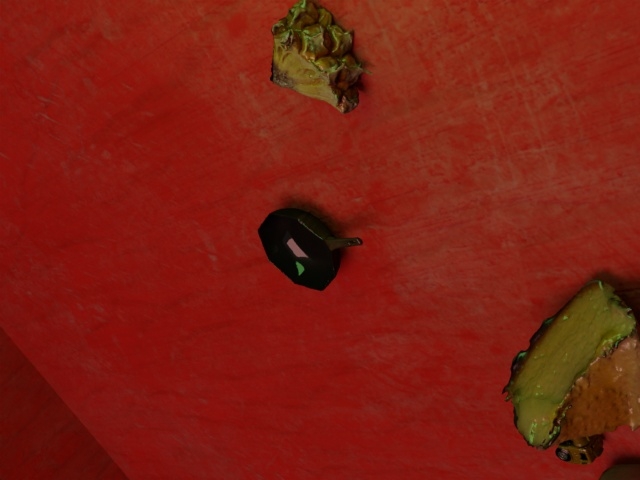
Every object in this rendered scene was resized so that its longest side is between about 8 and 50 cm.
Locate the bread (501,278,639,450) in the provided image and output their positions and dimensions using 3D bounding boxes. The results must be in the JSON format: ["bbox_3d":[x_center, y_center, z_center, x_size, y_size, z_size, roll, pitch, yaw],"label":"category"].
[{"bbox_3d":[0.281,0.146,1.122,0.140,0.160,0.169,-108,-3,-58],"label":"bread"}]

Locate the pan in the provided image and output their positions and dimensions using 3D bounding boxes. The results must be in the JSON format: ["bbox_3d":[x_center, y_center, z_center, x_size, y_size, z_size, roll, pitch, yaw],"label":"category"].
[{"bbox_3d":[0.005,0.013,1.386,0.201,0.048,0.128,15,138,39],"label":"pan"}]

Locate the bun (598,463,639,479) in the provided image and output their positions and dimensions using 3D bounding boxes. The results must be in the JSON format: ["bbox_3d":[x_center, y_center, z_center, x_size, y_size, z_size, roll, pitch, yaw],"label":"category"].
[{"bbox_3d":[0.420,0.376,1.282,0.173,0.113,0.167,21,140,34],"label":"bun"}]

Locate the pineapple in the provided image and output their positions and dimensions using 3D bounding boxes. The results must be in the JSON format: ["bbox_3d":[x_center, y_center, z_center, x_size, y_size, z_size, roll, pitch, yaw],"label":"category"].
[{"bbox_3d":[-0.012,-0.201,1.154,0.116,0.069,0.137,-11,120,51],"label":"pineapple"}]

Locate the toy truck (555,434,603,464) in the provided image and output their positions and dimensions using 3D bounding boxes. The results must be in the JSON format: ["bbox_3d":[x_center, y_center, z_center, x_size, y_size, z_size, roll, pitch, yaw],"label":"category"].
[{"bbox_3d":[0.330,0.250,1.301,0.054,0.049,0.083,-4,122,47],"label":"toy truck"}]
